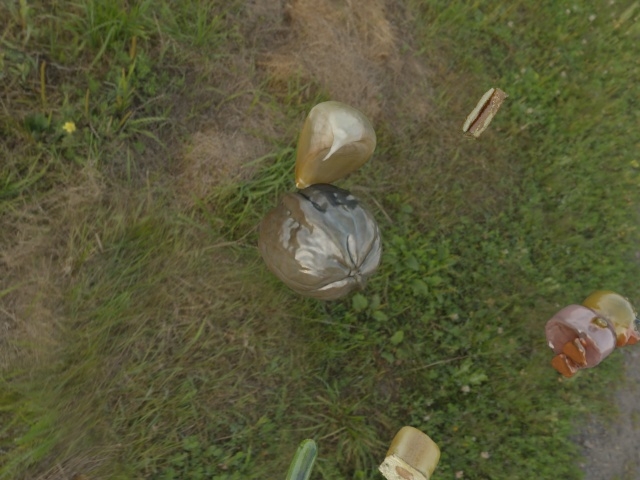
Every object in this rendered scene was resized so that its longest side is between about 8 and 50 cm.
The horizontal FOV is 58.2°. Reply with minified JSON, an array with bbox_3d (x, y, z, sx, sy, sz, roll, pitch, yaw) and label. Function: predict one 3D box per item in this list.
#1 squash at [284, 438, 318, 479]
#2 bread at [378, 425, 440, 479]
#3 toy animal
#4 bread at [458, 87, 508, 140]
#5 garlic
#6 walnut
[{"bbox_3d":[-0.063,0.642,1.535,0.066,0.066,0.228,29,58,-14],"label":"squash"},{"bbox_3d":[0.246,0.597,1.567,0.134,0.085,0.173,31,26,18],"label":"bread"},{"bbox_3d":[0.714,0.227,1.500,0.281,0.195,0.169,-21,58,-19],"label":"toy animal"},{"bbox_3d":[0.250,-0.196,0.891,0.036,0.047,0.083,36,96,-3],"label":"bread"},{"bbox_3d":[0.023,-0.181,1.088,0.145,0.245,0.164,36,75,-4],"label":"garlic"},{"bbox_3d":[0.000,0.000,1.034,0.224,0.224,0.224,11,64,-23],"label":"walnut"}]
